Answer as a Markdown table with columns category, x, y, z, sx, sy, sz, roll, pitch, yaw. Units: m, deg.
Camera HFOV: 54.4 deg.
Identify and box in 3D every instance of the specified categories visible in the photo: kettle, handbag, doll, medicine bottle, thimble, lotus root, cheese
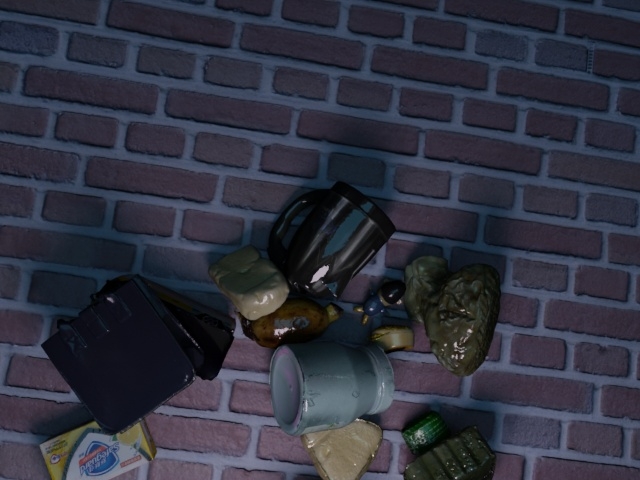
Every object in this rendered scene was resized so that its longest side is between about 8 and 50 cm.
| category | x | y | z | sx | sy | sz | roll | pitch | yaw |
| --- | --- | --- | --- | --- | --- | --- | --- | --- | --- |
| kettle | 0.000 | 0.000 | 1.811 | 0.321 | 0.228 | 0.324 | 37 | 83 | 25 |
| handbag | -0.502 | 0.284 | 1.597 | 0.303 | 0.122 | 0.329 | -36 | 95 | 6 |
| doll | 0.184 | 0.176 | 1.863 | 0.179 | 0.089 | 0.102 | -33 | 87 | 13 |
| medicine bottle | 0.034 | 0.394 | 1.712 | 0.290 | 0.245 | 0.244 | 0 | 82 | -26 |
| thimble | 0.303 | 0.560 | 1.806 | 0.130 | 0.118 | 0.090 | -27 | 82 | -28 |
| lotus root | -0.086 | 0.233 | 1.772 | 0.314 | 0.169 | 0.141 | -7 | 90 | -4 |
| cheese | -0.197 | 0.116 | 1.751 | 0.159 | 0.263 | 0.093 | -37 | 131 | -14 |

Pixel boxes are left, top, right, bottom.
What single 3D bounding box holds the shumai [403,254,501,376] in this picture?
| category | x | y | z | sx | sy | sz | roll | pitch | yaw |
| --- | --- | --- | --- | --- | --- | --- | --- | --- | --- |
| shumai | 0.354 | 0.206 | 1.803 | 0.289 | 0.292 | 0.329 | 14 | 78 | 25 |

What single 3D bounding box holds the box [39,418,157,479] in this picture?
| category | x | y | z | sx | sy | sz | roll | pitch | yaw |
| --- | --- | --- | --- | --- | --- | --- | --- | --- | --- |
| box | -0.601 | 0.568 | 1.701 | 0.265 | 0.097 | 0.168 | -20 | 85 | -9 |

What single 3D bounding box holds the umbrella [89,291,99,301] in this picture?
| category | x | y | z | sx | sy | sz | roll | pitch | yaw |
| --- | --- | --- | --- | --- | --- | --- | --- | --- | --- |
| umbrella | -0.613 | 0.205 | 1.782 | 0.036 | 0.031 | 0.133 | -31 | 88 | -8 |

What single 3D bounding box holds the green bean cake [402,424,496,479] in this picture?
| category | x | y | z | sx | sy | sz | roll | pitch | yaw |
| --- | --- | --- | --- | --- | --- | --- | --- | --- | --- |
| green bean cake | 0.353 | 0.646 | 1.733 | 0.255 | 0.241 | 0.132 | -27 | 56 | -8 |

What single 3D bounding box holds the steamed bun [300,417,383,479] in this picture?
| category | x | y | z | sx | sy | sz | roll | pitch | yaw |
| --- | --- | --- | --- | --- | --- | --- | --- | --- | --- |
| steamed bun | 0.046 | 0.587 | 1.776 | 0.212 | 0.110 | 0.231 | 36 | 58 | 14 |

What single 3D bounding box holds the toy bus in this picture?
| category | x | y | z | sx | sy | sz | roll | pitch | yaw |
| --- | --- | --- | --- | --- | --- | --- | --- | --- | --- |
| toy bus | -0.429 | 0.228 | 1.730 | 0.386 | 0.162 | 0.171 | 25 | 97 | -2 |

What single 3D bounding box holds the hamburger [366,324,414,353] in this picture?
| category | x | y | z | sx | sy | sz | roll | pitch | yaw |
| --- | --- | --- | --- | --- | --- | --- | --- | --- | --- |
| hamburger | 0.206 | 0.286 | 1.825 | 0.141 | 0.126 | 0.081 | -15 | 72 | 13 |
